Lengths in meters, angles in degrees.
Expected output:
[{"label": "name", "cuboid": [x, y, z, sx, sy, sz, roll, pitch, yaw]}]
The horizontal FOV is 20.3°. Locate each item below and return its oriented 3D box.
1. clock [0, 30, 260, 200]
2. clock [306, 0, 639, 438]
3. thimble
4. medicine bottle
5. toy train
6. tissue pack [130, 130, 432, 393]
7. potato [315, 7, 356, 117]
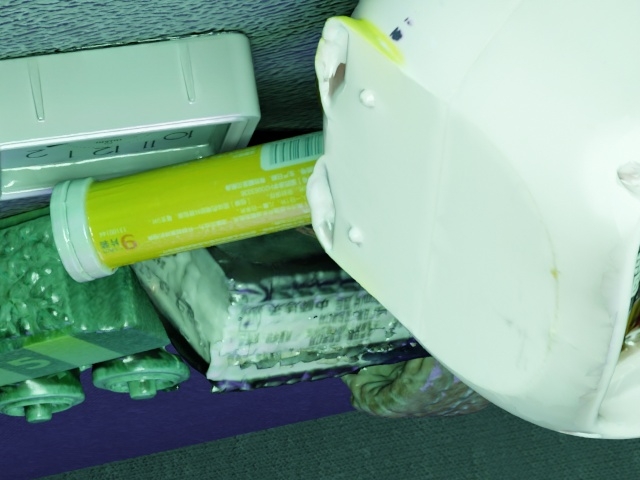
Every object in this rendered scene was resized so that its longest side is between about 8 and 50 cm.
[{"label": "clock", "cuboid": [-0.148, -0.084, 1.247, 0.197, 0.063, 0.150, -8, 169, -12]}, {"label": "clock", "cuboid": [0.213, -0.067, 1.019, 0.376, 0.250, 0.368, -25, 142, -26]}, {"label": "thimble", "cuboid": [0.120, 0.094, 2.007, 0.148, 0.196, 0.229, 1, 150, -31]}, {"label": "medicine bottle", "cuboid": [-0.074, -0.027, 1.233, 0.218, 0.074, 0.074, -12, 169, 13]}, {"label": "toy train", "cuboid": [-0.254, 0.071, 1.667, 0.299, 0.167, 0.238, -16, 162, 19]}, {"label": "tissue pack", "cuboid": [0.000, 0.000, 1.415, 0.332, 0.245, 0.123, -4, 123, -34]}, {"label": "potato", "cuboid": [0.090, -0.134, 1.200, 0.200, 0.081, 0.164, -11, -178, -21]}]
